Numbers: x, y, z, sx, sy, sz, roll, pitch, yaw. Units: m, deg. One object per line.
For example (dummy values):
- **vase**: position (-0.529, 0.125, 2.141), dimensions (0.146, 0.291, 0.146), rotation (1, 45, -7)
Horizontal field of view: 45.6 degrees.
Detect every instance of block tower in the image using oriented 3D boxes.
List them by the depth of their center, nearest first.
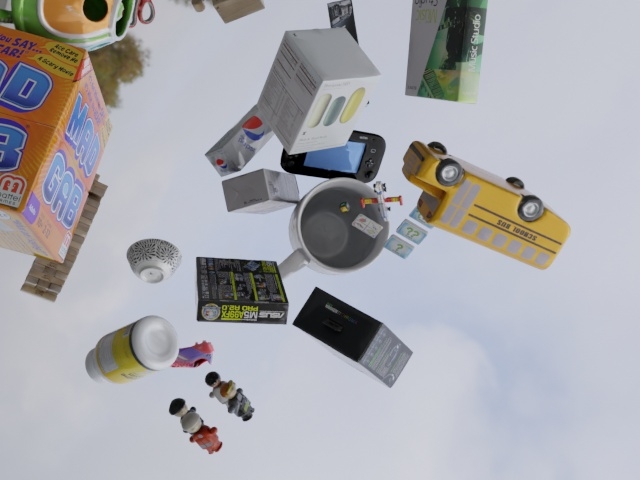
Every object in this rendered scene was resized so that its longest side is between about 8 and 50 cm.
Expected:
- **block tower**: position (-0.640, -0.015, 1.917), dimensions (0.097, 0.091, 0.335), rotation (-22, -133, 64)

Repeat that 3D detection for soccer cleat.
- **soccer cleat**: position (-0.505, 0.441, 2.833), dimensions (0.248, 0.083, 0.095), rotation (-17, -117, 18)

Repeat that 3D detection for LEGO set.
- **LEGO set**: position (0.175, -0.055, 2.047), dimensions (0.182, 0.244, 0.060), rotation (-52, -169, 39)

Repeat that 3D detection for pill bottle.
- **pill bottle**: position (-0.358, 0.212, 1.428), dimensions (0.184, 0.103, 0.103), rotation (-25, -146, 36)

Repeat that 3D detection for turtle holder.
- **turtle holder**: position (-0.517, -0.498, 1.608), dimensions (0.320, 0.228, 0.243), rotation (126, -20, -78)

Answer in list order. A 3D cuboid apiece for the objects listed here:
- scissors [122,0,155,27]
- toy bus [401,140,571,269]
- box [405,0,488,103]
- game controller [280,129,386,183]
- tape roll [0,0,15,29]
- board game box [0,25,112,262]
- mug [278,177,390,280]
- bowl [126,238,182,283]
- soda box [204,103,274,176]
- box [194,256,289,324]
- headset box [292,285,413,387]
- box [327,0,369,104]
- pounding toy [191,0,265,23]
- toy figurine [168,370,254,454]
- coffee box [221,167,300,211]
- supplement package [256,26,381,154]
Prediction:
- **scissors**: position (-0.482, -0.729, 2.091), dimensions (0.021, 0.109, 0.297), rotation (35, -59, 32)
- **toy bus**: position (0.300, -0.067, 1.418), dimensions (0.130, 0.333, 0.108), rotation (-62, -161, 20)
- **box**: position (0.268, -0.462, 1.631), dimensions (0.232, 0.059, 0.321), rotation (-149, -122, -64)
- **game controller**: position (0.039, -0.263, 2.287), dimensions (0.067, 0.319, 0.166), rotation (-111, -146, -48)
- **tape roll**: position (-0.903, -0.550, 2.055), dimensions (0.392, 0.072, 0.392), rotation (-19, -119, 39)
- **board game box**: position (-0.681, -0.204, 1.578), dimensions (0.356, 0.356, 0.356), rotation (112, -7, -72)
- **mug**: position (0.000, 0.000, 2.307), dimensions (0.374, 0.276, 0.328), rotation (-40, -177, -12)
- **bowl**: position (-0.508, 0.079, 2.312), dimensions (0.170, 0.170, 0.080), rotation (-30, -138, 27)
- **soda box**: position (-0.220, -0.317, 2.315), dimensions (0.098, 0.091, 0.286), rotation (-11, -148, 46)
- **box**: position (-0.202, 0.121, 1.890), dimensions (0.270, 0.216, 0.060), rotation (-117, -147, -66)
- **headset box**: position (0.091, 0.271, 2.143), dimensions (0.246, 0.283, 0.131), rotation (27, -101, 33)
- **box**: position (0.084, -0.553, 2.310), dimensions (0.077, 0.307, 0.242), rotation (-10, -173, 4)
- **pounding toy**: position (-0.282, -0.718, 2.167), dimensions (0.206, 0.094, 0.181), rotation (-18, -118, 11)
- **toy figurine**: position (-0.322, 0.494, 2.236), dimensions (0.209, 0.148, 0.213), rotation (-42, -159, -14)
- **coffee box**: position (-0.172, -0.143, 2.274), dimensions (0.141, 0.098, 0.246), rotation (-14, 176, 18)
- **supplement package**: position (-0.010, -0.400, 2.035), dimensions (0.198, 0.199, 0.262), rotation (57, -39, 25)
